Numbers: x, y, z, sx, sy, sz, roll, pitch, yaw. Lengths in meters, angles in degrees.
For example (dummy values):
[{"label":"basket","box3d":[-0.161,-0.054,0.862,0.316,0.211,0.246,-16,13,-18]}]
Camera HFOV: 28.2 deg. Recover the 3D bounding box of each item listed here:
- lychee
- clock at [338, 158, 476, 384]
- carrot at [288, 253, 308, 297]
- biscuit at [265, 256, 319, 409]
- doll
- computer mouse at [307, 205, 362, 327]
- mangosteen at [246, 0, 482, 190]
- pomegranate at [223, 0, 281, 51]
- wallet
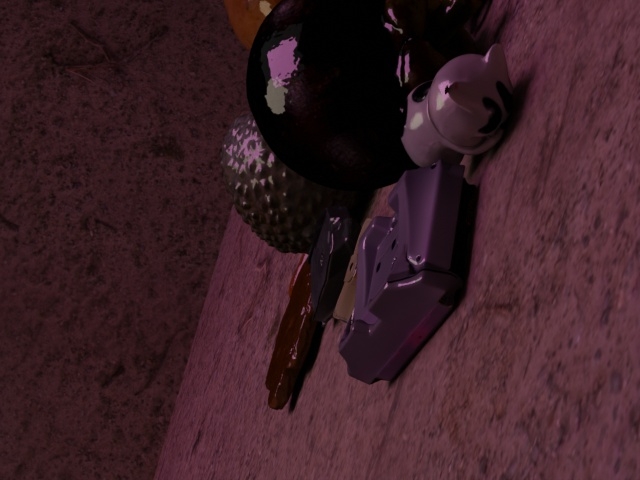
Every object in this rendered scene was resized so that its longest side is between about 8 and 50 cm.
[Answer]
[{"label":"lychee","box3d":[-0.044,-0.114,2.127,0.255,0.255,0.274,-111,22,-76]},{"label":"clock","box3d":[0.096,0.040,1.527,0.253,0.083,0.186,121,166,-51]},{"label":"carrot","box3d":[0.000,0.000,2.286,0.043,0.043,0.247,-132,64,-79]},{"label":"biscuit","box3d":[-0.035,0.154,2.155,0.208,0.041,0.290,126,160,-62]},{"label":"doll","box3d":[0.161,-0.151,1.494,0.110,0.107,0.181,-51,8,-23]},{"label":"computer mouse","box3d":[0.028,0.038,1.968,0.231,0.071,0.126,105,163,-49]},{"label":"mangosteen","box3d":[0.057,-0.205,1.702,0.313,0.297,0.296,19,90,46]},{"label":"pomegranate","box3d":[-0.026,-0.475,2.558,0.338,0.338,0.338,-160,90,-80]},{"label":"wallet","box3d":[0.067,0.047,1.815,0.110,0.039,0.155,-173,102,-77]}]
